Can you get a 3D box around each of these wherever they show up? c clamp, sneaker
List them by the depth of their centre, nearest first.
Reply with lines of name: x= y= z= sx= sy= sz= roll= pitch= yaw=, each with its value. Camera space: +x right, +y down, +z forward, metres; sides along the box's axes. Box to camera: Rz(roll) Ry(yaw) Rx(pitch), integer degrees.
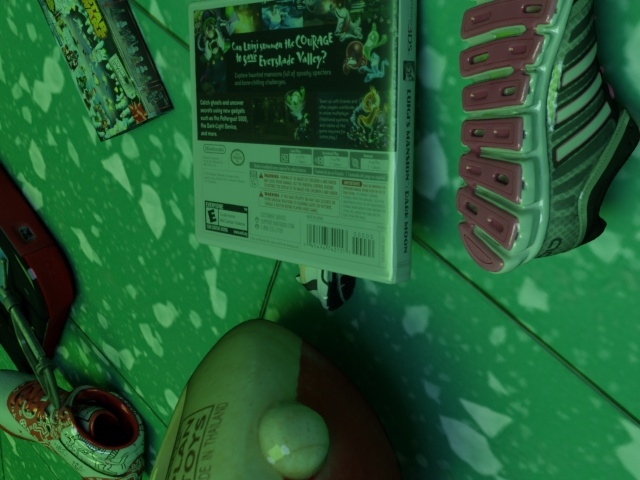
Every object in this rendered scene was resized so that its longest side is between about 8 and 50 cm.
sneaker: x=0.111 y=-0.069 z=0.357 sx=0.063 sy=0.075 sz=0.170 roll=16 pitch=104 yaw=61
sneaker: x=0.000 y=0.000 z=0.532 sx=0.044 sy=0.040 sz=0.109 roll=32 pitch=134 yaw=32
c clamp: x=-0.345 y=0.121 z=0.892 sx=0.161 sy=0.022 sz=0.137 roll=52 pitch=146 yaw=23
sneaker: x=-0.337 y=0.218 z=0.981 sx=0.270 sy=0.090 sz=0.145 roll=32 pitch=135 yaw=14

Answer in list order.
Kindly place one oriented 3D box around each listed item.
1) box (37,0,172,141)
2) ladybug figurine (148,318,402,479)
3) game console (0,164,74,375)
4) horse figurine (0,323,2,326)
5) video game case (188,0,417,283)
box: x=-0.184 y=-0.159 z=0.636 sx=0.094 sy=0.027 sz=0.137 roll=-11 pitch=105 yaw=49
ladybug figurine: x=-0.058 y=0.235 z=0.585 sx=0.162 sy=0.305 sz=0.449 roll=17 pitch=145 yaw=-9
game console: x=-0.475 y=-0.009 z=1.022 sx=0.386 sy=0.060 sz=0.342 roll=52 pitch=141 yaw=9
horse figurine: x=-0.463 y=0.018 z=0.933 sx=0.174 sy=0.066 sz=0.263 roll=38 pitch=139 yaw=23
video game case: x=-0.019 y=-0.072 z=0.486 sx=0.190 sy=0.022 sz=0.173 roll=10 pitch=105 yaw=44
